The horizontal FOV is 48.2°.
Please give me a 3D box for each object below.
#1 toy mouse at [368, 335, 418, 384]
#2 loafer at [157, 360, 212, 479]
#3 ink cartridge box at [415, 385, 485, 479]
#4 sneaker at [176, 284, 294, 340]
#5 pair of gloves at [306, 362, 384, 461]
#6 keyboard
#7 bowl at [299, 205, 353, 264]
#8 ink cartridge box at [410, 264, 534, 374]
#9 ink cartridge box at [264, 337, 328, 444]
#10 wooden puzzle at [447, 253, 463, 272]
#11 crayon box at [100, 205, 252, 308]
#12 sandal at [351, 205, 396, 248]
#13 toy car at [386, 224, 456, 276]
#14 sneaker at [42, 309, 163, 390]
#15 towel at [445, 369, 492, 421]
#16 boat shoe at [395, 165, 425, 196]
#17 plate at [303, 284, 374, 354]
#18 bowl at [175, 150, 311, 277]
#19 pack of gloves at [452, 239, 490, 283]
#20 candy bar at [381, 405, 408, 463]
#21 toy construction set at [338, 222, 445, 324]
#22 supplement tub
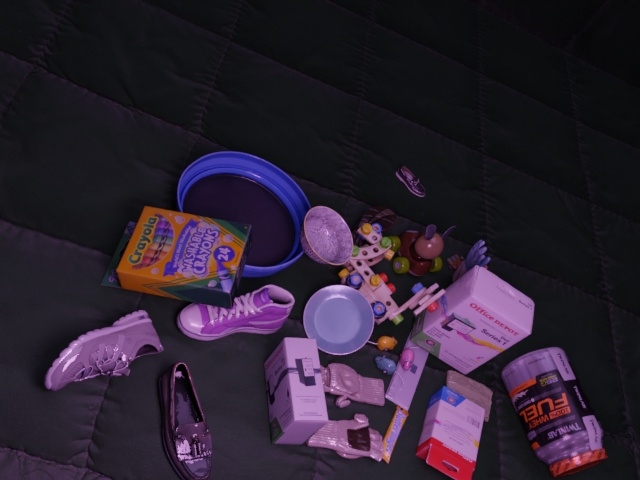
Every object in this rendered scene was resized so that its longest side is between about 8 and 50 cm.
[{"bbox_3d":[0.204,0.316,1.912,0.161,0.031,0.143,1,52,-23],"label":"toy mouse"},{"bbox_3d":[-0.293,0.391,1.549,0.096,0.084,0.267,-4,59,-32],"label":"loafer"},{"bbox_3d":[0.329,0.507,1.822,0.134,0.078,0.231,31,47,-5],"label":"ink cartridge box"},{"bbox_3d":[-0.199,0.159,1.731,0.282,0.161,0.102,-3,60,-30],"label":"sneaker"},{"bbox_3d":[0.069,0.417,1.768,0.204,0.042,0.240,21,48,-14],"label":"pair of gloves"},{"bbox_3d":[0.245,0.345,1.946,0.072,0.014,0.256,37,47,-7],"label":"keyboard"},{"bbox_3d":[0.000,0.000,1.919,0.170,0.080,0.170,21,55,-33],"label":"bowl"},{"bbox_3d":[0.409,0.221,1.939,0.201,0.278,0.117,32,46,-11],"label":"ink cartridge box"},{"bbox_3d":[-0.061,0.350,1.669,0.087,0.153,0.208,8,52,-23],"label":"ink cartridge box"},{"bbox_3d":[0.429,0.071,2.260,0.083,0.006,0.049,-23,70,-39],"label":"wooden puzzle"},{"bbox_3d":[-0.344,0.034,1.710,0.323,0.083,0.203,10,53,5],"label":"crayon box"},{"bbox_3d":[0.143,-0.024,2.139,0.090,0.060,0.219,38,61,3],"label":"sandal"},{"bbox_3d":[0.311,0.004,2.118,0.155,0.188,0.149,-2,58,-31],"label":"toy car"},{"bbox_3d":[-0.461,0.251,1.546,0.115,0.105,0.281,49,47,11],"label":"sneaker"},{"bbox_3d":[0.407,0.425,1.965,0.148,0.027,0.110,27,46,-10],"label":"towel"},{"bbox_3d":[0.305,-0.198,2.372,0.125,0.038,0.046,47,47,10],"label":"boat shoe"},{"bbox_3d":[0.048,0.210,1.886,0.188,0.024,0.188,1,73,-2],"label":"plate"},{"bbox_3d":[-0.210,-0.070,1.954,0.391,0.077,0.391,16,50,-19],"label":"bowl"},{"bbox_3d":[0.449,0.124,2.076,0.046,0.232,0.195,10,53,-9],"label":"pack of gloves"},{"bbox_3d":[0.182,0.485,1.797,0.040,0.018,0.161,36,47,-1],"label":"candy bar"},{"bbox_3d":[0.178,0.107,1.977,0.215,0.151,0.327,-32,61,-24],"label":"toy construction set"},{"bbox_3d":[0.640,0.468,1.952,0.194,0.193,0.316,-1,57,-31],"label":"supplement tub"}]
